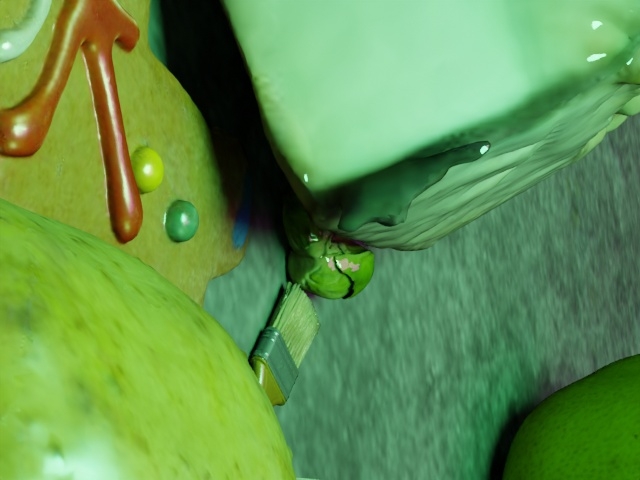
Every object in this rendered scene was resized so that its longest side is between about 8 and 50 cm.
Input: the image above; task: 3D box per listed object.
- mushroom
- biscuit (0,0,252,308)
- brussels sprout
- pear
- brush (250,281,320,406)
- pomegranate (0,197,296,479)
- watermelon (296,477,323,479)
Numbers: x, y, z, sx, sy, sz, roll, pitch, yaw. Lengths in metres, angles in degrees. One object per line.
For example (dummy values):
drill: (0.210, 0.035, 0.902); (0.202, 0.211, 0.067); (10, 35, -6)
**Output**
mushroom: (0.064, -0.158, 0.977); (0.314, 0.224, 0.397); (63, 8, 10)
biscuit: (-0.110, -0.052, 0.744); (0.324, 0.049, 0.205); (60, 39, -44)
brussels sprout: (-0.001, 0.000, 0.985); (0.083, 0.046, 0.051); (59, 43, -32)
pear: (0.276, 0.219, 1.302); (0.294, 0.294, 0.294); (0, 90, -65)
brush: (-0.036, 0.096, 0.936); (0.043, 0.014, 0.170); (65, 35, -39)
pomegranate: (-0.128, 0.120, 0.458); (0.281, 0.281, 0.281); (0, 90, -65)
watermelon: (-0.013, 0.171, 0.923); (0.092, 0.072, 0.084); (2, 71, -61)
